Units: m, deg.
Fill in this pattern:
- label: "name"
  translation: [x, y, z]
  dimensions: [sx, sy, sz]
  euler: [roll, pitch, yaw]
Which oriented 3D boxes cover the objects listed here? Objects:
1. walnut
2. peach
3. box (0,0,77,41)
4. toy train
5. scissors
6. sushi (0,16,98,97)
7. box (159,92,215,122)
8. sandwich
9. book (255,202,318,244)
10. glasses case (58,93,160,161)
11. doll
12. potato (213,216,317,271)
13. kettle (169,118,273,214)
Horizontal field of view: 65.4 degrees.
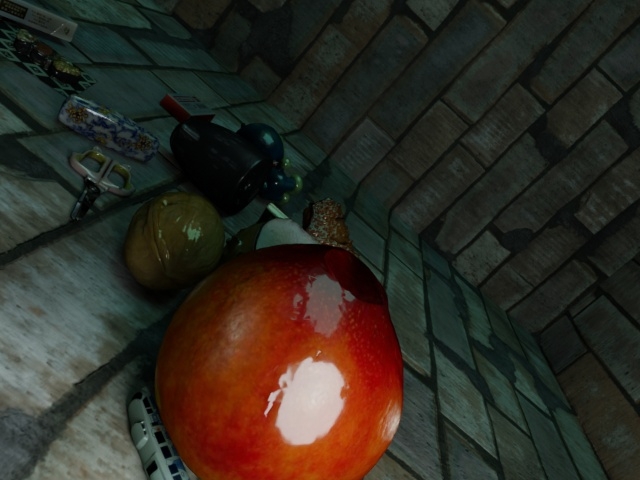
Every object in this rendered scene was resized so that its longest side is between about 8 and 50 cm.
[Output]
- label: "walnut"
  translation: [-0.289, 0.000, 0.988]
  dimensions: [0.193, 0.193, 0.225]
  euler: [36, 26, -19]
- label: "peach"
  translation: [-0.049, 0.184, 0.758]
  dimensions: [0.388, 0.388, 0.388]
  euler: [37, 20, -16]
- label: "box"
  translation: [-0.873, -0.690, 1.474]
  dimensions: [0.155, 0.067, 0.243]
  euler: [44, 18, 22]
- label: "toy train"
  translation: [-0.223, 0.300, 0.694]
  dimensions: [0.047, 0.043, 0.207]
  euler: [8, 39, -52]
- label: "scissors"
  translation: [-0.492, -0.123, 1.098]
  dimensions: [0.160, 0.024, 0.317]
  euler: [33, 21, -25]
- label: "sushi"
  translation: [-0.772, -0.526, 1.374]
  dimensions: [0.290, 0.050, 0.264]
  euler: [34, 21, -21]
- label: "box"
  translation: [-0.488, -0.488, 1.849]
  dimensions: [0.123, 0.050, 0.229]
  euler: [40, 20, -2]
- label: "sandwich"
  translation: [0.000, 0.000, 1.598]
  dimensions: [0.251, 0.162, 0.300]
  euler: [23, 55, -16]
- label: "book"
  translation: [-0.091, 0.025, 1.290]
  dimensions: [0.202, 0.264, 0.027]
  euler: [41, 62, -1]
- label: "glasses case"
  translation: [-0.530, -0.282, 1.268]
  dimensions: [0.248, 0.087, 0.065]
  euler: [26, 29, -39]
- label: "doll"
  translation: [-0.203, -0.282, 1.754]
  dimensions: [0.186, 0.198, 0.321]
  euler: [-12, 66, -52]
- label: "potato"
  translation: [-0.115, 0.109, 1.123]
  dimensions: [0.247, 0.196, 0.299]
  euler: [-19, 92, -49]
- label: "kettle"
  translation: [-0.312, -0.231, 1.483]
  dimensions: [0.290, 0.207, 0.268]
  euler: [36, -11, 7]
